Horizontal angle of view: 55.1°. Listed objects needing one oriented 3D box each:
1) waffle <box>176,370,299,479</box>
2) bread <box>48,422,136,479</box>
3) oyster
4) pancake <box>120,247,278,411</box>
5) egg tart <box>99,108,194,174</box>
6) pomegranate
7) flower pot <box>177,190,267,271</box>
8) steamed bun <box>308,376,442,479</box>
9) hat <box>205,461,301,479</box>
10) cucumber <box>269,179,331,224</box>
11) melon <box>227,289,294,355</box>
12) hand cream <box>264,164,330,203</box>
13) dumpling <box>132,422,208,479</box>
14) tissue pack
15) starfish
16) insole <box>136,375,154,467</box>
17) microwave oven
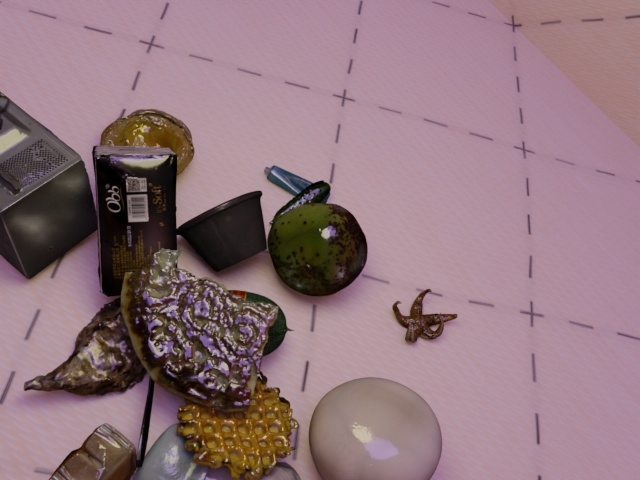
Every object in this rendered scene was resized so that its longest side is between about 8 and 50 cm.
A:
[{"bbox_3d":[-0.198,0.437,1.495,0.329,0.062,0.329,16,32,-10],"label":"waffle"},{"bbox_3d":[-0.501,0.512,1.332,0.110,0.209,0.192,33,56,11],"label":"bread"},{"bbox_3d":[-0.518,0.272,1.531,0.204,0.111,0.396,35,53,2],"label":"oyster"},{"bbox_3d":[-0.307,0.214,1.485,0.427,0.067,0.304,30,76,3],"label":"pancake"},{"bbox_3d":[-0.516,-0.270,1.839,0.289,0.118,0.288,6,59,-10],"label":"egg tart"},{"bbox_3d":[0.000,0.000,1.772,0.285,0.284,0.340,21,31,-3],"label":"pomegranate"},{"bbox_3d":[-0.251,-0.016,1.713,0.269,0.269,0.166,-28,91,-28],"label":"flower pot"},{"bbox_3d":[0.134,0.471,1.488,0.325,0.206,0.324,8,33,-5],"label":"steamed bun"},{"bbox_3d":[-0.169,0.582,1.430,0.226,0.164,0.219,38,54,-18],"label":"hat"},{"bbox_3d":[-0.064,-0.112,1.897,0.227,0.069,0.069,-37,75,-15],"label":"cucumber"},{"bbox_3d":[-0.211,0.221,1.601,0.288,0.182,0.182,9,58,-11],"label":"melon"},{"bbox_3d":[-0.079,-0.175,1.959,0.224,0.048,0.083,27,59,-5],"label":"hand cream"},{"bbox_3d":[-0.337,0.528,1.429,0.149,0.104,0.216,28,54,2],"label":"dumpling"},{"bbox_3d":[-0.473,-0.061,1.569,0.210,0.198,0.369,0,105,-15],"label":"tissue pack"},{"bbox_3d":[0.308,0.222,1.814,0.190,0.074,0.146,-6,64,-19],"label":"starfish"},{"bbox_3d":[-0.409,0.387,1.451,0.012,0.110,0.309,2,48,-8],"label":"insole"},{"bbox_3d":[-0.820,-0.175,1.553,0.432,0.374,0.236,37,58,12],"label":"microwave oven"}]
